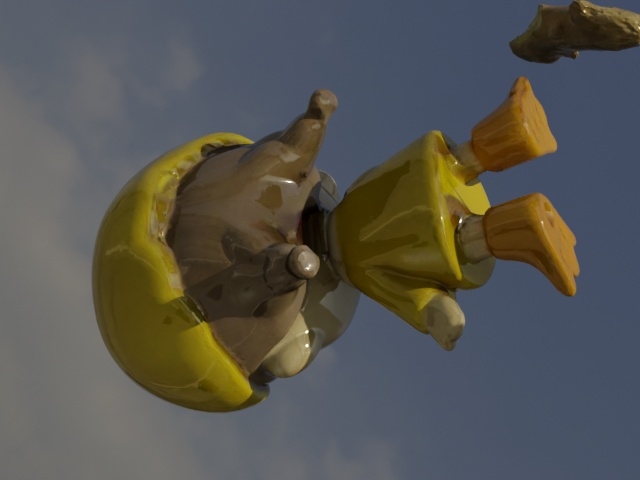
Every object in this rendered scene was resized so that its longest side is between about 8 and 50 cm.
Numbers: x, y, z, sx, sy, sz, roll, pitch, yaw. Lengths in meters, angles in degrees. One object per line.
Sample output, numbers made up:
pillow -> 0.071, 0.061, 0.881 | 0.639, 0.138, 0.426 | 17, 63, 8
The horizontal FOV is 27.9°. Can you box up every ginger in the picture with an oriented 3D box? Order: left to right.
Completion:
ginger -> 0.215, -0.177, 1.078 | 0.137, 0.044, 0.057 | 4, -60, 56

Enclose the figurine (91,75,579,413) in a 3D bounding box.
figurine -> 0.000, 0.000, 0.916 | 0.344, 0.215, 0.187 | -18, -52, 20
